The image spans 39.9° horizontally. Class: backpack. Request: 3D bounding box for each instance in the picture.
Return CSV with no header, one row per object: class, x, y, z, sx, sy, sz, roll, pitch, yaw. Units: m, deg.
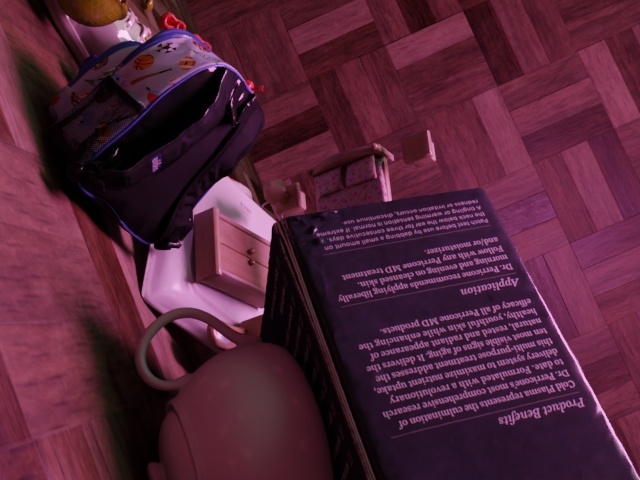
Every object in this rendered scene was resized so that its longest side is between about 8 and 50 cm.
backpack,-0.222,-0.156,1.234,0.213,0.263,0.276,51,-3,24

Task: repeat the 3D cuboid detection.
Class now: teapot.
teapot,-0.110,0.242,1.022,0.256,0.187,0.253,-127,-147,-51

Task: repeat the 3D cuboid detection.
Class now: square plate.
square plate,-0.147,0.034,1.476,0.347,0.049,0.344,45,36,-41

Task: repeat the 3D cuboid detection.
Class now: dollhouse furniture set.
dollhouse furniture set,0.000,0.000,1.323,0.173,0.355,0.304,31,46,-51

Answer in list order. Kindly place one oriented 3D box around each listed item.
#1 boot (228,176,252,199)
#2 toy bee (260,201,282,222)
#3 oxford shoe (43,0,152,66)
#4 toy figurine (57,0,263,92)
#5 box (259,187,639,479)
boot,-0.248,-0.159,1.876,0.244,0.088,0.176,23,37,-55
toy bee,-0.152,0.096,1.683,0.195,0.162,0.298,51,42,-30
oxford shoe,-0.365,-0.361,1.499,0.169,0.130,0.450,-99,164,-66
toy figurine,-0.297,-0.242,1.363,0.362,0.217,0.191,35,-9,-25
box,0.118,0.273,1.136,0.480,0.297,0.472,102,-25,-52
